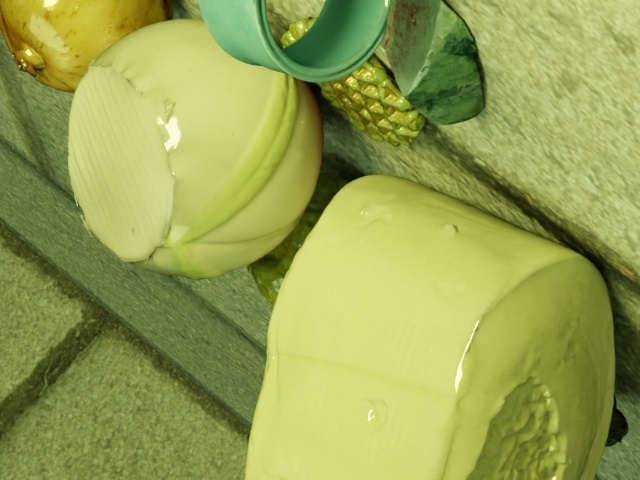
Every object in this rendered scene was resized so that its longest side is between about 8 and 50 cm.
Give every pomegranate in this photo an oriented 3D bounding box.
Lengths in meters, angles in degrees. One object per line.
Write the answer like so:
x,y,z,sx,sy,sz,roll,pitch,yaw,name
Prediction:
-0.291,-0.273,2.126,0.215,0.215,0.215,39,163,14,pomegranate

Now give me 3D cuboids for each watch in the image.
-0.015,-0.246,1.579,0.211,0.193,0.211,36,163,13,watch

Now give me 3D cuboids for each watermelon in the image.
0.108,-0.170,1.747,0.180,0.081,0.094,64,180,-39,watermelon

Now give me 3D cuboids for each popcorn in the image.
0.000,0.000,2.239,0.198,0.198,0.212,40,-170,9,popcorn

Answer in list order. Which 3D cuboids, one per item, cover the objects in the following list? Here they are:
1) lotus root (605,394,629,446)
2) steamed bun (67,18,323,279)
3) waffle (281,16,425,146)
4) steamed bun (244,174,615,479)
0.276,0.185,2.118,0.209,0.120,0.120,34,162,39,lotus root
-0.114,-0.111,2.034,0.309,0.309,0.309,39,163,14,steamed bun
0.034,-0.169,1.936,0.183,0.036,0.169,46,165,-7,waffle
0.122,0.183,1.988,0.290,0.456,0.371,13,-172,-42,steamed bun
